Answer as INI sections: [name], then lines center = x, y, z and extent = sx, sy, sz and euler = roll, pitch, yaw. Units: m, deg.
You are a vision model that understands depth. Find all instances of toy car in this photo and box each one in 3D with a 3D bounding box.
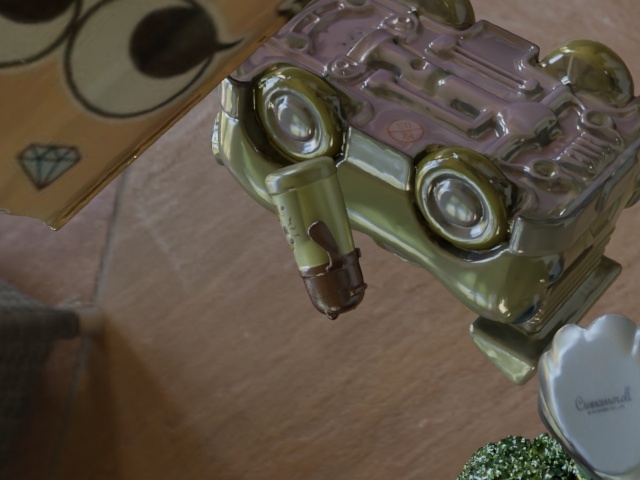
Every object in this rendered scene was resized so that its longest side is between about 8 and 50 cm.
[toy car]
center = 0.096, -0.066, 1.159
extent = 0.336, 0.242, 0.226
euler = 28, 138, 24

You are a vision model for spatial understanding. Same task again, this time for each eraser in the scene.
[eraser]
center = -0.081, -0.144, 0.563
extent = 0.290, 0.171, 0.087
euler = -40, 41, 19

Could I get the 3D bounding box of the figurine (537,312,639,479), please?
[figurine]
center = 0.133, 0.066, 0.526
extent = 0.094, 0.086, 0.082
euler = -21, 80, 46

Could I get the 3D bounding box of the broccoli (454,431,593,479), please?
[broccoli]
center = 0.143, 0.212, 0.907
extent = 0.156, 0.195, 0.195
euler = 7, 91, -10

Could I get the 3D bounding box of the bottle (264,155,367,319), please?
[bottle]
center = -0.001, 0.000, 0.859
extent = 0.047, 0.063, 0.101
euler = -15, 97, 17
